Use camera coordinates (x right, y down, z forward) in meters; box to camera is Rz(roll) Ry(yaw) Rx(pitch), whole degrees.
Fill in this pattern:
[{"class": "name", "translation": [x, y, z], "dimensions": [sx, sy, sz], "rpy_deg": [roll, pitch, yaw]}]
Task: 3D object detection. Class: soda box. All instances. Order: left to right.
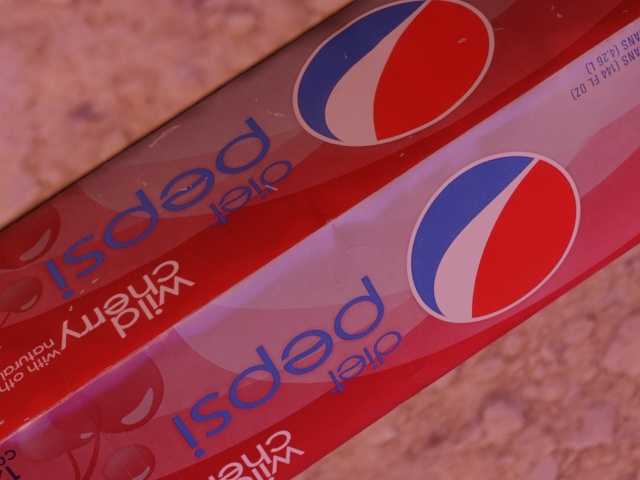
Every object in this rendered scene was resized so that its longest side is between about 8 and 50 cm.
[{"class": "soda box", "translation": [0.000, 0.000, 0.606], "dimensions": [0.263, 0.092, 0.083], "rpy_deg": [-34, 131, -5]}]
